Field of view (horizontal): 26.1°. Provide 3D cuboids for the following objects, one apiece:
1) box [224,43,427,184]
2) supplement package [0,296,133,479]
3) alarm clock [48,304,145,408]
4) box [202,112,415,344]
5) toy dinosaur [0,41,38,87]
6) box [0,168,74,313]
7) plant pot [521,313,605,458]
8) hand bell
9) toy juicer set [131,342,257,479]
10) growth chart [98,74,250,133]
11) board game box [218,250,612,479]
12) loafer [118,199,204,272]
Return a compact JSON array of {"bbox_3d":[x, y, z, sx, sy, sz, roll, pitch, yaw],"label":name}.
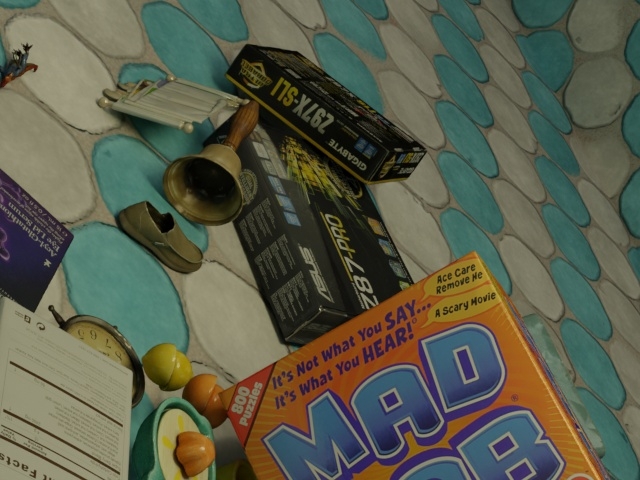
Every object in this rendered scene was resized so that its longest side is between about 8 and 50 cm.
[{"bbox_3d":[0.015,-0.224,2.436,0.322,0.079,0.257,38,14,12],"label":"box"},{"bbox_3d":[-0.305,0.239,1.335,0.175,0.177,0.293,36,30,-31],"label":"supplement package"},{"bbox_3d":[-0.268,0.171,1.616,0.129,0.064,0.192,25,35,-45],"label":"alarm clock"},{"bbox_3d":[0.000,0.000,2.242,0.318,0.097,0.395,15,42,-48],"label":"box"},{"bbox_3d":[-0.420,-0.237,1.915,0.090,0.047,0.082,43,44,-43],"label":"toy dinosaur"},{"bbox_3d":[-0.389,0.025,1.550,0.153,0.108,0.207,44,26,-19],"label":"box"},{"bbox_3d":[0.224,0.289,2.084,0.252,0.248,0.247,-7,59,-31],"label":"plant pot"},{"bbox_3d":[-0.139,-0.141,2.105,0.126,0.126,0.242,45,38,-16],"label":"hand bell"},{"bbox_3d":[-0.169,0.212,1.588,0.329,0.089,0.209,24,53,-62],"label":"toy juicer set"},{"bbox_3d":[-0.228,-0.218,2.142,0.172,0.021,0.237,20,23,14],"label":"growth chart"},{"bbox_3d":[0.151,0.288,1.720,0.356,0.356,0.356,63,8,21],"label":"board game box"},{"bbox_3d":[-0.216,-0.005,1.942,0.148,0.050,0.056,34,31,-33],"label":"loafer"}]
